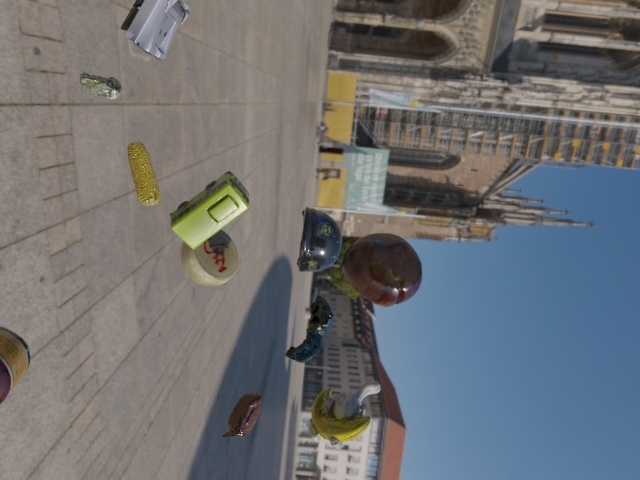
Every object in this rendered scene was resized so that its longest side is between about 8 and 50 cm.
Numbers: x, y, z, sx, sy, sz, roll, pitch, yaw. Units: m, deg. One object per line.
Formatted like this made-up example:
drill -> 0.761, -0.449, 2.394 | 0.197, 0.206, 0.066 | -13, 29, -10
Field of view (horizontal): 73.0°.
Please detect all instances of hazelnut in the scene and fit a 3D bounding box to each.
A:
hazelnut -> 0.184, 0.081, 1.269 | 0.218, 0.234, 0.218 | -53, -179, 1

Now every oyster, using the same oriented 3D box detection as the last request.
oyster -> -0.685, -0.487, 1.356 | 0.177, 0.125, 0.064 | -125, -141, -58

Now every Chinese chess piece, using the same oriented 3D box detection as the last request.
Chinese chess piece -> -0.476, 0.067, 1.873 | 0.273, 0.102, 0.273 | 35, 43, -41

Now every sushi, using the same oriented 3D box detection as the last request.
sushi -> -0.186, 0.419, 1.038 | 0.052, 0.055, 0.120 | 41, 65, -46

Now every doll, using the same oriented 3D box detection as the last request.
doll -> 0.077, 0.603, 1.514 | 0.111, 0.237, 0.252 | 62, 34, -24

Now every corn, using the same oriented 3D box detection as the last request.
corn -> -0.718, -0.267, 1.756 | 0.091, 0.091, 0.260 | -94, 174, -77

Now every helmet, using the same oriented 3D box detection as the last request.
helmet -> 0.000, 0.000, 1.585 | 0.279, 0.161, 0.230 | 107, -10, -64

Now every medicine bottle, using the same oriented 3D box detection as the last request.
medicine bottle -> -1.054, 0.427, 1.260 | 0.395, 0.243, 0.242 | -119, -146, -73

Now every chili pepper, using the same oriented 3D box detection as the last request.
chili pepper -> -0.018, 0.347, 1.648 | 0.264, 0.116, 0.148 | -65, 153, -20

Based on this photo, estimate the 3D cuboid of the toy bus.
toy bus -> -0.370, -0.103, 1.468 | 0.128, 0.262, 0.150 | 52, 4, -30

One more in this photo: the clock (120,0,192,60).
clock -> -0.456, -0.622, 1.226 | 0.186, 0.083, 0.253 | -54, -166, 10
